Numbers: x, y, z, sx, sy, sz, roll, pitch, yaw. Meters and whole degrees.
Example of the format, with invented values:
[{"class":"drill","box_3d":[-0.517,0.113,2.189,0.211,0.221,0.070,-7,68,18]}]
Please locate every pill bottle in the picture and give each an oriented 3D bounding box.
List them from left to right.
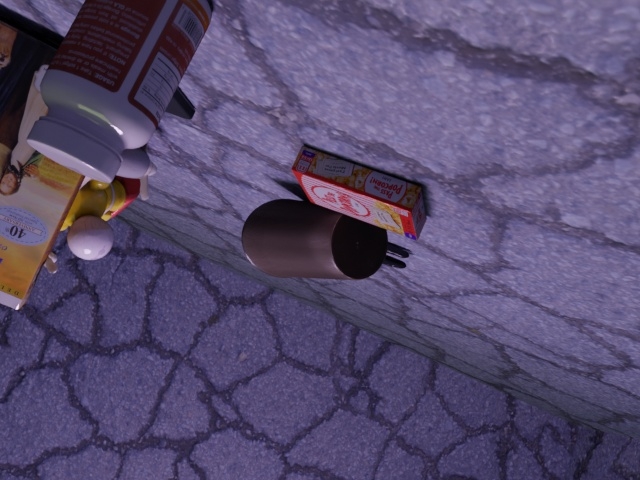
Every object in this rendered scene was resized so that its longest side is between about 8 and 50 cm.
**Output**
[{"class":"pill bottle","box_3d":[-0.210,-0.175,0.738,0.121,0.216,0.121,24,169,5]}]

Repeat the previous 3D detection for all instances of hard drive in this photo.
[{"class":"hard drive","box_3d":[-0.255,-0.232,1.078,0.094,0.022,0.135,21,169,16]}]

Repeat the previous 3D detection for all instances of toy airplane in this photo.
[{"class":"toy airplane","box_3d":[-0.496,-0.083,1.349,0.272,0.385,0.386,58,157,6]}]

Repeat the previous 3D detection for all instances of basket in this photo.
[{"class":"basket","box_3d":[0.000,0.000,1.292,0.205,0.154,0.227,3,-179,-35]}]

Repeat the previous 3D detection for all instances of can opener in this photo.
[{"class":"can opener","box_3d":[0.092,0.010,1.450,0.186,0.073,0.059,16,128,22]}]

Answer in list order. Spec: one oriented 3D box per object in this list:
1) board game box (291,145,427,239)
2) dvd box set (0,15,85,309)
[{"class":"board game box","box_3d":[0.064,-0.071,1.103,0.194,0.045,0.147,21,169,17]},{"class":"dvd box set","box_3d":[-0.533,-0.134,1.125,0.308,0.420,0.062,27,-168,-12]}]
